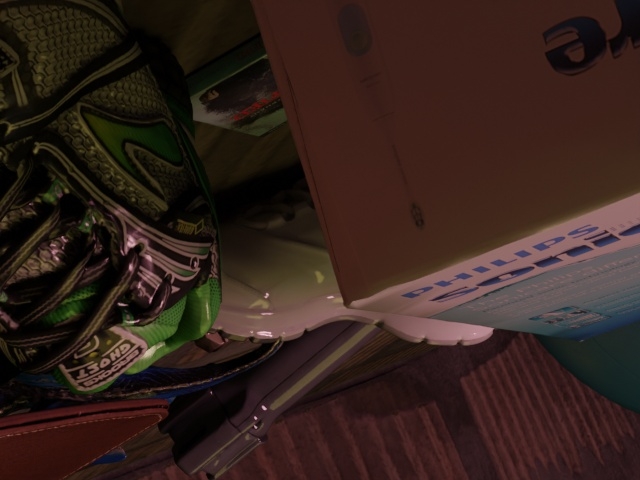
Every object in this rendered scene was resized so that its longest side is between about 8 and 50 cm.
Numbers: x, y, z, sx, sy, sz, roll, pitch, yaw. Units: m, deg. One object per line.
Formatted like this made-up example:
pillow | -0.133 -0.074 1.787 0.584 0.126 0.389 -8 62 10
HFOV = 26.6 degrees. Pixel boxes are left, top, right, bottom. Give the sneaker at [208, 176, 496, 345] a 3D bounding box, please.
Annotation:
sneaker | 0.000 0.000 0.961 0.297 0.129 0.111 0 -160 -25

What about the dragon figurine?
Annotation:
dragon figurine | -0.172 0.110 0.982 0.289 0.085 0.144 1 -166 14

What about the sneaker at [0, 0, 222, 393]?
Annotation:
sneaker | -0.102 -0.022 0.514 0.134 0.146 0.343 -25 168 9

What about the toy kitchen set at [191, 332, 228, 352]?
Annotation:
toy kitchen set | -0.124 0.066 1.093 0.075 0.068 0.083 -17 167 -31

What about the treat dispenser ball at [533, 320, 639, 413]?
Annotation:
treat dispenser ball | 0.235 -0.035 0.774 0.288 0.288 0.288 -22 169 -5

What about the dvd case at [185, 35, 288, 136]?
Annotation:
dvd case | -0.022 -0.085 0.725 0.087 0.013 0.119 -27 169 18

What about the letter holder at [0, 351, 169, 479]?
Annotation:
letter holder | -0.244 0.077 0.690 0.214 0.152 0.302 -29 168 20

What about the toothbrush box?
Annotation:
toothbrush box | 0.137 -0.059 0.478 0.216 0.126 0.295 -22 167 21

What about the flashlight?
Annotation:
flashlight | 0.002 0.069 1.109 0.304 0.103 0.103 -40 147 11
